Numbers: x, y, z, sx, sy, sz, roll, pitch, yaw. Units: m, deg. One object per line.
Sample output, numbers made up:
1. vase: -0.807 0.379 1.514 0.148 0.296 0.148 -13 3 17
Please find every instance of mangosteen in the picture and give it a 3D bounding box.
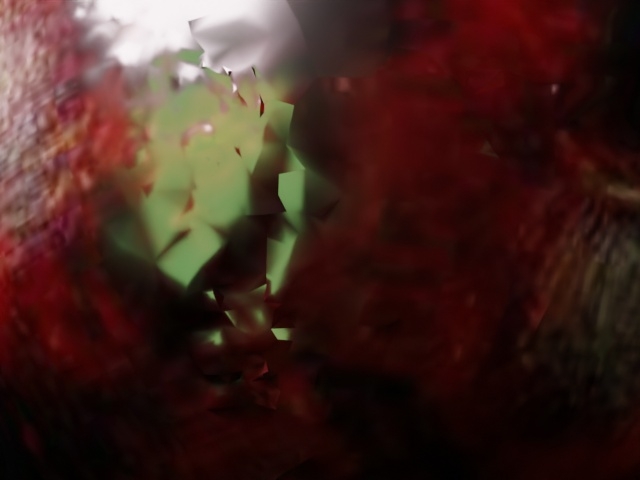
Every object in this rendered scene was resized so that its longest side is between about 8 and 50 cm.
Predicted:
1. mangosteen: 0.023 -0.006 0.683 0.381 0.421 0.380 3 69 -8
